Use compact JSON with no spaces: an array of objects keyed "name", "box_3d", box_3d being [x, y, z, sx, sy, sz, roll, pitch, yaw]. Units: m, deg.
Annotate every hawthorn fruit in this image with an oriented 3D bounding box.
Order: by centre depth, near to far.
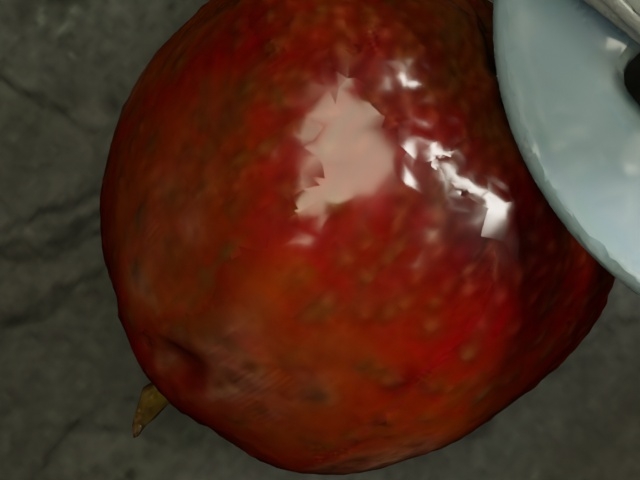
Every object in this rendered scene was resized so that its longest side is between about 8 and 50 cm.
[{"name":"hawthorn fruit","box_3d":[0.000,0.000,0.631,0.179,0.179,0.200,48,112,6]}]

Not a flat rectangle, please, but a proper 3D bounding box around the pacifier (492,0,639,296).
[{"name":"pacifier","box_3d":[0.190,-0.097,0.591,0.299,0.233,0.244,-44,70,-2]}]
